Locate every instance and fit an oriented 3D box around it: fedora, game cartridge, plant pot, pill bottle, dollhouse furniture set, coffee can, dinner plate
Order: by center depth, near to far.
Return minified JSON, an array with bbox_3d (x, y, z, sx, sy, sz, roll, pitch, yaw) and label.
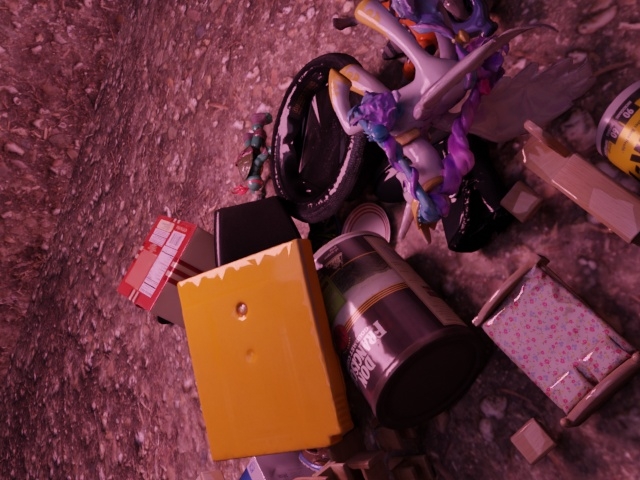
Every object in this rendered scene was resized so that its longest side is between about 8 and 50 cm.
[{"bbox_3d":[0.447,-0.099,0.722,0.119,0.119,0.209,-58,43,23],"label":"pill bottle"},{"bbox_3d":[0.272,0.067,0.799,0.356,0.173,0.303,-54,54,19],"label":"dollhouse furniture set"},{"bbox_3d":[0.067,0.435,0.983,0.161,0.212,0.242,-24,88,45],"label":"dollhouse furniture set"},{"bbox_3d":[0.108,0.140,1.007,0.202,0.201,0.275,-61,42,20],"label":"coffee can"},{"bbox_3d":[-0.100,0.189,1.012,0.285,0.052,0.324,-19,80,32],"label":"game cartridge"},{"bbox_3d":[0.092,-0.005,1.208,0.141,0.017,0.141,-17,67,48],"label":"dinner plate"},{"bbox_3d":[0.037,-0.195,1.213,0.334,0.152,0.335,-8,80,51],"label":"fedora"},{"bbox_3d":[-0.132,0.004,1.228,0.188,0.187,0.167,-177,73,-79],"label":"plant pot"}]

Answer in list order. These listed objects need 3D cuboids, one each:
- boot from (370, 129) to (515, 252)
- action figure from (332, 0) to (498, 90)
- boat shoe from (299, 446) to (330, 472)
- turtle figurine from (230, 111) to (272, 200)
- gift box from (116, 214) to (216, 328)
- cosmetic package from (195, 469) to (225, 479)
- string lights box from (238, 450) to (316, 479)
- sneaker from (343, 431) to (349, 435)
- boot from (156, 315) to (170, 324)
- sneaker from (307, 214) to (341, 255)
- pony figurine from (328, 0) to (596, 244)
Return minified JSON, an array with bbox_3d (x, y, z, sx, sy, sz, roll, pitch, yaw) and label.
[{"bbox_3d":[0.200,-0.069,1.031,0.246,0.094,0.207,-31,54,35],"label":"boot"},{"bbox_3d":[0.181,-0.460,1.099,0.330,0.178,0.342,-32,82,36],"label":"action figure"},{"bbox_3d":[0.031,0.415,1.144,0.183,0.066,0.066,5,75,49],"label":"boat shoe"},{"bbox_3d":[-0.147,-0.189,1.474,0.175,0.118,0.234,-37,49,39],"label":"turtle figurine"},{"bbox_3d":[-0.283,0.088,1.460,0.255,0.258,0.277,21,78,52],"label":"gift box"},{"bbox_3d":[-0.249,0.607,1.433,0.041,0.060,0.115,-56,45,23],"label":"cosmetic package"},{"bbox_3d":[-0.124,0.551,1.235,0.077,0.133,0.260,50,118,43],"label":"string lights box"},{"bbox_3d":[-0.007,0.327,1.193,0.211,0.080,0.081,23,100,50],"label":"sneaker"},{"bbox_3d":[-0.463,0.094,1.795,0.263,0.091,0.229,-59,43,25],"label":"boot"},{"bbox_3d":[0.000,0.000,1.268,0.067,0.078,0.188,-35,55,40],"label":"sneaker"},{"bbox_3d":[0.179,-0.221,0.898,0.351,0.302,0.364,-41,60,30],"label":"pony figurine"}]
